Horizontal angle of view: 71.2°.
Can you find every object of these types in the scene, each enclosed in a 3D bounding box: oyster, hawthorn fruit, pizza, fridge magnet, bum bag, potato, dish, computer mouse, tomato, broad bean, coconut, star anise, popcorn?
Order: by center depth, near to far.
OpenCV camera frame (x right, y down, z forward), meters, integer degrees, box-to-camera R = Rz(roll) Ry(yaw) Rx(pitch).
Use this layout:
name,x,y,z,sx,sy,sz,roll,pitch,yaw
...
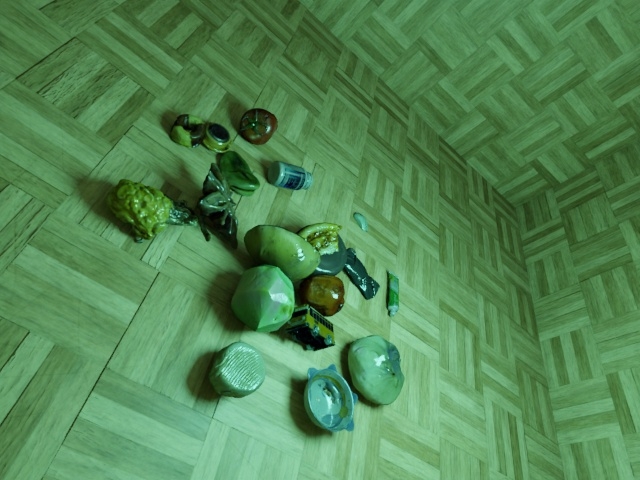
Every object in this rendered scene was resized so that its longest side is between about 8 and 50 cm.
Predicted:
name,x,y,z,sx,sy,sz,roll,pitch,yaw
popcorn,-0.548,-0.108,1.380,0.163,0.140,0.194,-42,90,-24
coconut,-0.187,0.200,1.488,0.204,0.236,0.236,14,48,-4
oyster,-0.487,-0.102,1.516,0.165,0.053,0.109,15,56,-40
dish,0.020,0.550,1.532,0.227,0.086,0.237,0,63,-46
star anise,-0.362,-0.114,1.555,0.292,0.108,0.350,46,29,-61
potato,-0.147,0.072,1.599,0.299,0.239,0.116,36,50,-29
hawthorn fruit,0.009,0.211,1.705,0.179,0.173,0.174,18,51,-37
pizza,-0.006,-0.004,1.734,0.271,0.056,0.134,-11,63,-37
broad bean,-0.330,-0.268,1.794,0.153,0.072,0.207,-14,62,-51
fridge magnet,-0.420,-0.419,1.805,0.143,0.063,0.143,22,52,-31
tomato,-0.269,-0.499,1.952,0.167,0.167,0.167,25,47,-31
bum bag,0.178,0.149,1.996,0.248,0.060,0.123,48,39,-9
computer mouse,0.210,-0.095,2.224,0.055,0.032,0.110,-23,80,-49

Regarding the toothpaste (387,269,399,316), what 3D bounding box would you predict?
name,x,y,z,sx,sy,sz,roll,pitch,yaw
toothpaste,0.343,0.250,2.102,0.078,0.047,0.248,37,40,-23

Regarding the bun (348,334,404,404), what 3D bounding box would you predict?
name,x,y,z,sx,sy,sz,roll,pitch,yaw
bun,0.224,0.487,1.720,0.272,0.168,0.273,29,48,-38

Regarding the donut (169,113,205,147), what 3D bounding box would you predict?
name,x,y,z,sx,sy,sz,roll,pitch,yaw
donut,-0.504,-0.421,1.703,0.140,0.059,0.141,12,56,-17

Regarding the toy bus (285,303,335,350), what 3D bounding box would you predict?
name,x,y,z,sx,sy,sz,roll,pitch,yaw
toy bus,-0.034,0.309,1.595,0.201,0.098,0.114,45,33,-44

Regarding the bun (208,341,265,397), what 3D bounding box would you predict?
name,x,y,z,sx,sy,sz,roll,pitch,yaw
bun,-0.258,0.397,1.344,0.173,0.113,0.167,3,54,-42

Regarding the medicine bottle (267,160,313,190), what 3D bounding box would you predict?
name,x,y,z,sx,sy,sz,roll,pitch,yaw
medicine bottle,-0.129,-0.279,1.960,0.191,0.107,0.107,8,58,-42

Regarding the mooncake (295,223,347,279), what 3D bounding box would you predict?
name,x,y,z,sx,sy,sz,roll,pitch,yaw
mooncake,-0.014,0.052,1.816,0.244,0.133,0.245,24,49,-31
